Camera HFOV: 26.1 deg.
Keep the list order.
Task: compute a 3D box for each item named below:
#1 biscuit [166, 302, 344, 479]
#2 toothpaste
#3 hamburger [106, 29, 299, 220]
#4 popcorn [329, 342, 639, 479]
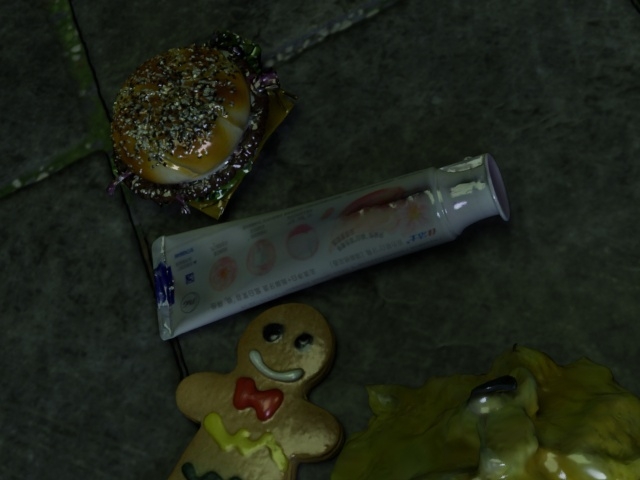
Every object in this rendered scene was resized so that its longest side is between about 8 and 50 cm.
[{"bbox_3d":[-0.059,0.159,1.148,0.158,0.035,0.240,14,71,22],"label":"biscuit"},{"bbox_3d":[0.000,0.000,1.191,0.323,0.066,0.100,-16,65,17],"label":"toothpaste"},{"bbox_3d":[-0.119,-0.116,1.271,0.164,0.093,0.189,14,69,26],"label":"hamburger"},{"bbox_3d":[0.121,0.177,0.962,0.249,0.225,0.249,-23,36,18],"label":"popcorn"}]
